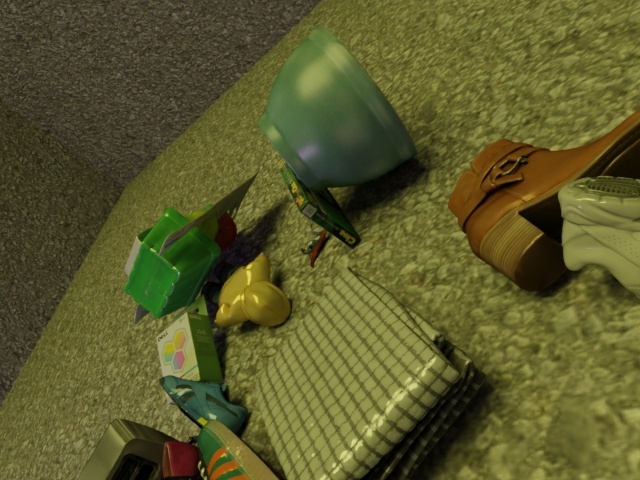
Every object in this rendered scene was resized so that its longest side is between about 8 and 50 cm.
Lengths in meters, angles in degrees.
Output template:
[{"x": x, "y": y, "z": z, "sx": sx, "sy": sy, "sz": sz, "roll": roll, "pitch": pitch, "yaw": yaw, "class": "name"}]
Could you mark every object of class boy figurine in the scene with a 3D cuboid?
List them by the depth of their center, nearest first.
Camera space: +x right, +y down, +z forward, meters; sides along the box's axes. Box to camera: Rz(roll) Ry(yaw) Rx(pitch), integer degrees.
[{"x": -0.151, "y": 0.104, "z": 1.083, "sx": 0.285, "sy": 0.092, "sz": 0.177, "roll": 6, "pitch": 61, "yaw": 57, "class": "boy figurine"}]

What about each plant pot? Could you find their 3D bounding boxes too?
[{"x": 0.010, "y": -0.212, "z": 0.967, "sx": 0.196, "sy": 0.293, "sz": 0.293, "roll": -38, "pitch": 29, "yaw": 6, "class": "plant pot"}]

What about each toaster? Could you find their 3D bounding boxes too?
[{"x": -0.300, "y": 0.401, "z": 0.875, "sx": 0.110, "sy": 0.168, "sz": 0.185, "roll": 2, "pitch": 59, "yaw": 54, "class": "toaster"}]

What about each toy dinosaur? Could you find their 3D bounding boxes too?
[{"x": 0.000, "y": 0.000, "z": 1.058, "sx": 0.082, "sy": 0.047, "sz": 0.090, "roll": -36, "pitch": 64, "yaw": 11, "class": "toy dinosaur"}]

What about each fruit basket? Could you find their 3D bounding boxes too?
[{"x": -0.303, "y": 0.003, "z": 1.251, "sx": 0.327, "sy": 0.165, "sz": 0.353, "roll": -54, "pitch": 3, "yaw": 41, "class": "fruit basket"}]

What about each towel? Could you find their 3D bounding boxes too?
[{"x": 0.051, "y": 0.184, "z": 0.663, "sx": 0.235, "sy": 0.121, "sz": 0.284, "roll": -50, "pitch": 26, "yaw": 0, "class": "towel"}]

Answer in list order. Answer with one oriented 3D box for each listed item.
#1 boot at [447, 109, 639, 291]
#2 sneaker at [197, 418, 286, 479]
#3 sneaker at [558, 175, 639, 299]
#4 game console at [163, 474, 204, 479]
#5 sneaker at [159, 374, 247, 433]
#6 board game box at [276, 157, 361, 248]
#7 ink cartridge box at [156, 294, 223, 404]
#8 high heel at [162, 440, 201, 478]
[{"x": 0.294, "y": -0.085, "z": 0.651, "sx": 0.283, "sy": 0.109, "sz": 0.220, "roll": -51, "pitch": 23, "yaw": 16, "class": "boot"}, {"x": -0.118, "y": 0.347, "z": 0.712, "sx": 0.121, "sy": 0.108, "sz": 0.302, "roll": -48, "pitch": 27, "yaw": -19, "class": "sneaker"}, {"x": 0.339, "y": 0.010, "z": 0.479, "sx": 0.232, "sy": 0.115, "sz": 0.090, "roll": 17, "pitch": 35, "yaw": 39, "class": "sneaker"}, {"x": -0.219, "y": 0.377, "z": 0.687, "sx": 0.144, "sy": 0.085, "sz": 0.124, "roll": -31, "pitch": 53, "yaw": 49, "class": "game console"}, {"x": -0.211, "y": 0.288, "z": 0.949, "sx": 0.209, "sy": 0.069, "sz": 0.082, "roll": 19, "pitch": 54, "yaw": 41, "class": "sneaker"}, {"x": -0.010, "y": -0.084, "z": 1.045, "sx": 0.030, "sy": 0.136, "sz": 0.259, "roll": -47, "pitch": 27, "yaw": 11, "class": "board game box"}, {"x": -0.278, "y": 0.219, "z": 1.084, "sx": 0.109, "sy": 0.062, "sz": 0.209, "roll": -38, "pitch": 54, "yaw": 25, "class": "ink cartridge box"}, {"x": -0.226, "y": 0.431, "z": 0.776, "sx": 0.082, "sy": 0.117, "sz": 0.244, "roll": -18, "pitch": 42, "yaw": 46, "class": "high heel"}]
